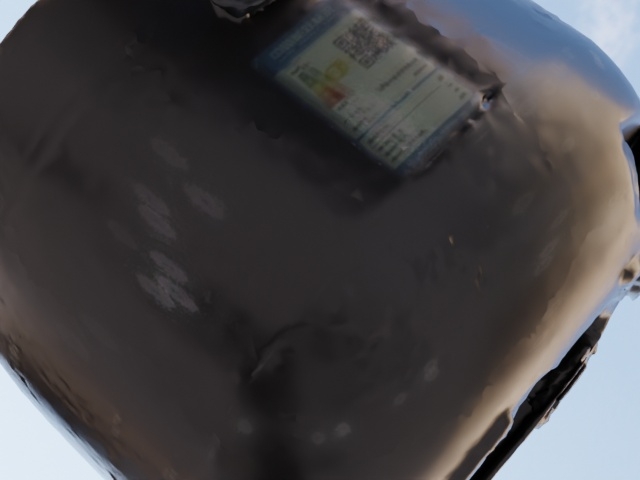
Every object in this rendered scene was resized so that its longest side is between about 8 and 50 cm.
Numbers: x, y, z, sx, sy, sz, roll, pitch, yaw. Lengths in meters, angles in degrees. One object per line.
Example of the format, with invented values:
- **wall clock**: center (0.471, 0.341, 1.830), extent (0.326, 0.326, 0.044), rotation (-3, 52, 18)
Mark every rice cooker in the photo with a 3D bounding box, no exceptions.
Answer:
- **rice cooker**: center (0.000, 0.000, 0.578), extent (0.224, 0.267, 0.267), rotation (37, -66, 15)
